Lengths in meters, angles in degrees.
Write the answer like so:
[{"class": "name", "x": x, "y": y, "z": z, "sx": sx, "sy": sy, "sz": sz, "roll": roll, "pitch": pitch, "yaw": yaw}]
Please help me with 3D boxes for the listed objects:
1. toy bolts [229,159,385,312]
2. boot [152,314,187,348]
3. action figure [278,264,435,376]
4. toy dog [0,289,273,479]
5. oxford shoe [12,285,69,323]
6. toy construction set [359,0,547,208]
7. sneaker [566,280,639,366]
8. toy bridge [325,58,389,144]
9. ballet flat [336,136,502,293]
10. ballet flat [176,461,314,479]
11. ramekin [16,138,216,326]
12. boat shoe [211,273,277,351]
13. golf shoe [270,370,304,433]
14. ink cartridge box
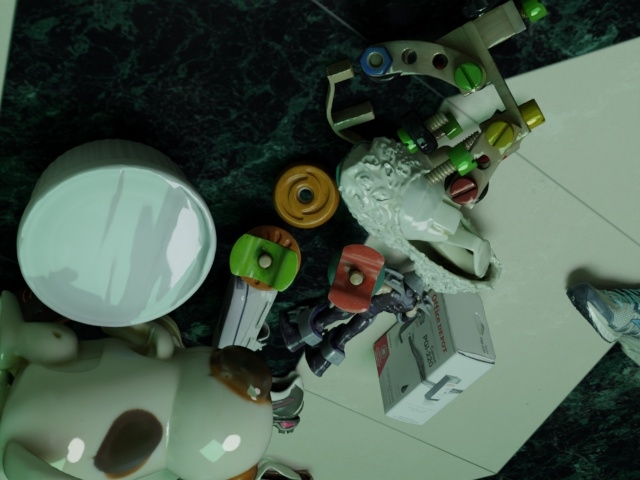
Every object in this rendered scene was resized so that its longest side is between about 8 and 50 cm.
[{"class": "toy bolts", "x": 0.000, "y": 0.000, "z": 1.657, "sx": 0.228, "sy": 0.158, "sz": 0.218, "roll": 24, "pitch": 95, "yaw": 0}, {"class": "boot", "x": -0.274, "y": 0.249, "z": 1.832, "sx": 0.095, "sy": 0.203, "sz": 0.262, "roll": -14, "pitch": 142, "yaw": 6}, {"class": "action figure", "x": 0.070, "y": 0.112, "z": 1.824, "sx": 0.285, "sy": 0.099, "sz": 0.185, "roll": -32, "pitch": 128, "yaw": 20}, {"class": "toy dog", "x": -0.268, "y": 0.240, "z": 1.579, "sx": 0.408, "sy": 0.395, "sz": 0.285, "roll": 4, "pitch": 96, "yaw": -21}, {"class": "oxford shoe", "x": -0.436, "y": 0.085, "z": 1.702, "sx": 0.271, "sy": 0.097, "sz": 0.098, "roll": -16, "pitch": 137, "yaw": -7}, {"class": "toy construction set", "x": 0.222, "y": -0.191, "z": 1.415, "sx": 0.237, "sy": 0.257, "sz": 0.309, "roll": -34, "pitch": 156, "yaw": 11}, {"class": "sneaker", "x": 0.548, "y": 0.122, "z": 1.936, "sx": 0.122, "sy": 0.110, "sz": 0.283, "roll": -46, "pitch": 133, "yaw": 14}, {"class": "toy bridge", "x": 0.044, "y": -0.175, "z": 1.522, "sx": 0.063, "sy": 0.026, "sz": 0.188, "roll": -18, "pitch": 140, "yaw": 13}, {"class": "ballet flat", "x": 0.172, "y": -0.028, "z": 1.610, "sx": 0.147, "sy": 0.147, "sz": 0.409, "roll": -24, "pitch": 147, "yaw": 18}, {"class": "ballet flat", "x": -0.152, "y": 0.505, "z": 2.264, "sx": 0.316, "sy": 0.107, "sz": 0.106, "roll": 12, "pitch": 117, "yaw": -31}, {"class": "ramekin", "x": -0.290, "y": -0.019, "z": 1.526, "sx": 0.272, "sy": 0.127, "sz": 0.273, "roll": -8, "pitch": 124, "yaw": -11}, {"class": "boat shoe", "x": -0.131, "y": 0.153, "z": 1.839, "sx": 0.088, "sy": 0.096, "sz": 0.267, "roll": 8, "pitch": 130, "yaw": -12}, {"class": "golf shoe", "x": -0.163, "y": 0.291, "z": 2.007, "sx": 0.272, "sy": 0.105, "sz": 0.120, "roll": 0, "pitch": 125, "yaw": -19}, {"class": "ink cartridge box", "x": 0.196, "y": 0.200, "z": 1.897, "sx": 0.092, "sy": 0.159, "sz": 0.218, "roll": 19, "pitch": 133, "yaw": -29}]
